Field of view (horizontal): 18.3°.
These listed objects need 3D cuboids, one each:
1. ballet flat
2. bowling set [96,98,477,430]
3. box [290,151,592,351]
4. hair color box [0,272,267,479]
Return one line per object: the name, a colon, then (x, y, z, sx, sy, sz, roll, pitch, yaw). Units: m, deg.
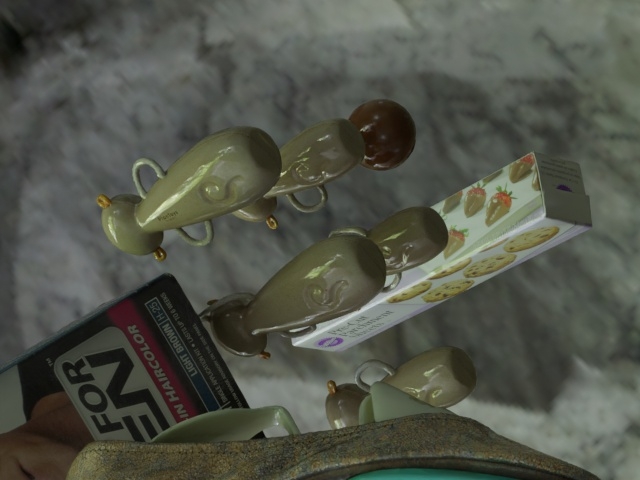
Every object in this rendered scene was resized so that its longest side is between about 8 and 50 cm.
ballet flat: (0.003, 0.132, 1.115, 0.316, 0.106, 0.107, -4, -47, 1)
bowling set: (0.000, 0.000, 1.450, 0.154, 0.200, 0.287, -27, -69, 37)
box: (0.098, 0.016, 1.755, 0.067, 0.063, 0.324, 13, -30, -42)
hair color box: (-0.201, 0.177, 1.317, 0.347, 0.105, 0.174, -33, -86, -40)
